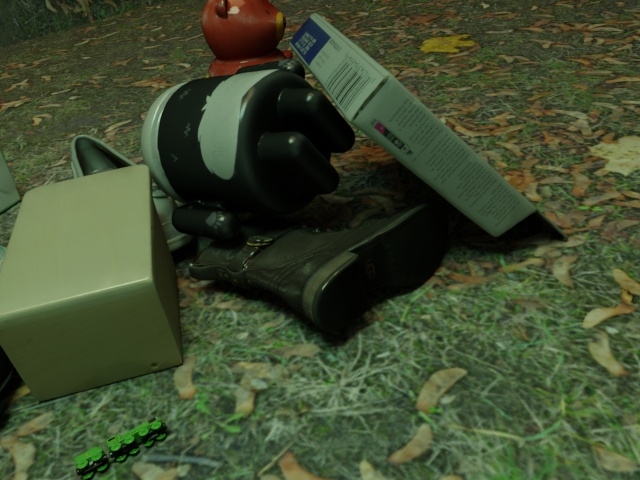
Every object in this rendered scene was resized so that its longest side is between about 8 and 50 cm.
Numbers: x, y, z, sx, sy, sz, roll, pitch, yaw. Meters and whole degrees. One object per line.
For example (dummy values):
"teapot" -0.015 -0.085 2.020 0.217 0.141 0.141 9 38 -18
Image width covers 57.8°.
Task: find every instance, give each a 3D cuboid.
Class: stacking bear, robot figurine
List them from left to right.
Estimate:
"robot figurine" -0.097 -0.119 0.724 0.278 0.174 0.209 6 28 37
"stacking bear" -0.100 -0.231 0.882 0.164 0.289 0.175 1 34 15

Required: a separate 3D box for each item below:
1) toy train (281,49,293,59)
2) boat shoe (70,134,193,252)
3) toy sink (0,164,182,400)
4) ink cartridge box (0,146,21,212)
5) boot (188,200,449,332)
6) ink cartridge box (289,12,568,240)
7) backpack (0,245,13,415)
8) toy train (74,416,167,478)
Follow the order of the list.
"toy train" -0.114 -0.280 1.144 0.143 0.105 0.248 -14 32 11
"boat shoe" -0.290 -0.066 0.844 0.118 0.103 0.320 -26 38 -24
"toy sink" -0.248 0.038 0.652 0.152 0.131 0.234 -14 38 -8
"ink cartridge box" -0.713 -0.084 0.955 0.353 0.119 0.207 7 35 22
"boot" 0.000 0.000 0.696 0.263 0.091 0.229 -27 30 -35
"ink cartridge box" 0.125 -0.137 0.755 0.071 0.330 0.324 -47 30 14
"backpack" -0.448 0.099 0.566 0.253 0.191 0.225 -11 33 6
"toy train" -0.178 0.183 0.518 0.083 0.017 0.023 -24 25 -23
